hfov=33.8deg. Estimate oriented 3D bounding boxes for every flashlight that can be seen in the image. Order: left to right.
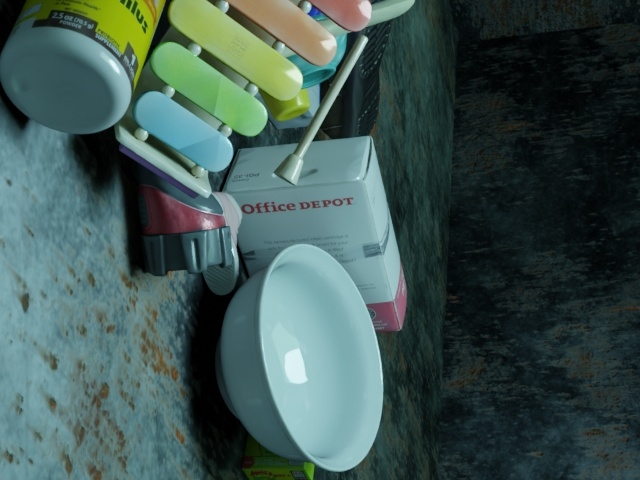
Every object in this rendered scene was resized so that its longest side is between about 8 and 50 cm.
[{"bbox_3d":[-0.160,-0.116,1.163,0.103,0.103,0.304,-19,105,-73],"label":"flashlight"}]

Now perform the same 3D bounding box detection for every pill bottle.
[{"bbox_3d":[-0.210,-0.209,0.973,0.117,0.117,0.215,69,22,-47],"label":"pill bottle"}]

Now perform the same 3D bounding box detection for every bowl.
[{"bbox_3d":[-0.045,0.163,1.392,0.298,0.134,0.298,33,50,-49],"label":"bowl"}]

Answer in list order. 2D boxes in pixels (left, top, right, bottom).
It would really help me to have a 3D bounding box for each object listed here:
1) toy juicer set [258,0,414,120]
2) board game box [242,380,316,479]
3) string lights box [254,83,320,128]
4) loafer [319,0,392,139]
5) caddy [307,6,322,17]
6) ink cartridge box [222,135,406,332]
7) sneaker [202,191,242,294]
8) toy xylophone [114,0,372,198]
[{"bbox_3d":[-0.056,-0.228,1.274,0.329,0.209,0.090,-33,-104,60],"label":"toy juicer set"},{"bbox_3d":[-0.049,0.252,1.499,0.043,0.092,0.181,67,24,-48],"label":"board game box"},{"bbox_3d":[-0.049,-0.323,1.670,0.133,0.076,0.260,47,41,-67],"label":"string lights box"},{"bbox_3d":[0.032,-0.312,1.782,0.134,0.130,0.366,-53,158,-44],"label":"loafer"},{"bbox_3d":[-0.056,-0.376,1.288,0.241,0.179,0.341,-54,162,2],"label":"caddy"},{"bbox_3d":[0.000,0.000,1.522,0.117,0.207,0.283,-77,158,-50],"label":"ink cartridge box"},{"bbox_3d":[-0.124,0.000,1.364,0.070,0.050,0.134,-25,106,-68],"label":"sneaker"},{"bbox_3d":[-0.065,-0.192,1.091,0.323,0.236,0.081,-65,-155,2],"label":"toy xylophone"}]
